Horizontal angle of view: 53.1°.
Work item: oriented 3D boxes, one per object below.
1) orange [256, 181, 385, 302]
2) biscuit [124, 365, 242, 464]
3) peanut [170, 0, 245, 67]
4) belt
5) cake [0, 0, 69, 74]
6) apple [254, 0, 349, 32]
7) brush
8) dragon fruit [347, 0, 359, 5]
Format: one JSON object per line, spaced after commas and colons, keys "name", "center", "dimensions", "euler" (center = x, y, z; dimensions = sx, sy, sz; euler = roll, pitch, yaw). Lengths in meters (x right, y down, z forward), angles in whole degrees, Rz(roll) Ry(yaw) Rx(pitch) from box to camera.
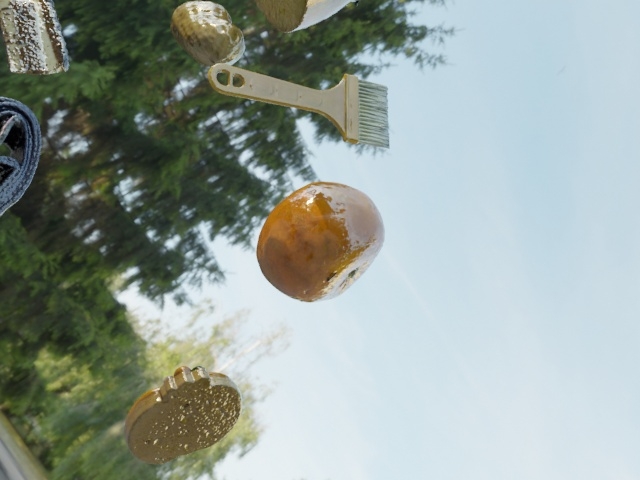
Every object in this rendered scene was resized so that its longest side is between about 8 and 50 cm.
{"name": "orange", "center": [0.000, 0.000, 1.367], "dimensions": [0.226, 0.284, 0.284], "euler": [51, -26, 14]}
{"name": "biscuit", "center": [-0.194, 0.237, 0.902], "dimensions": [0.050, 0.170, 0.170], "euler": [50, -23, 44]}
{"name": "peanut", "center": [-0.205, -0.378, 1.165], "dimensions": [0.095, 0.108, 0.226], "euler": [46, 2, -43]}
{"name": "belt", "center": [-0.495, -0.100, 0.910], "dimensions": [0.139, 0.230, 0.126], "euler": [38, -25, -30]}
{"name": "cake", "center": [-0.545, -0.368, 1.225], "dimensions": [0.246, 0.112, 0.135], "euler": [64, -23, 24]}
{"name": "apple", "center": [-0.013, -0.526, 1.121], "dimensions": [0.252, 0.314, 0.309], "euler": [27, 15, -45]}
{"name": "brush", "center": [-0.022, -0.194, 0.869], "dimensions": [0.013, 0.272, 0.103], "euler": [-25, -118, 59]}
{"name": "dragon fruit", "center": [0.070, -0.644, 1.503], "dimensions": [0.182, 0.189, 0.182], "euler": [19, 0, 0]}
